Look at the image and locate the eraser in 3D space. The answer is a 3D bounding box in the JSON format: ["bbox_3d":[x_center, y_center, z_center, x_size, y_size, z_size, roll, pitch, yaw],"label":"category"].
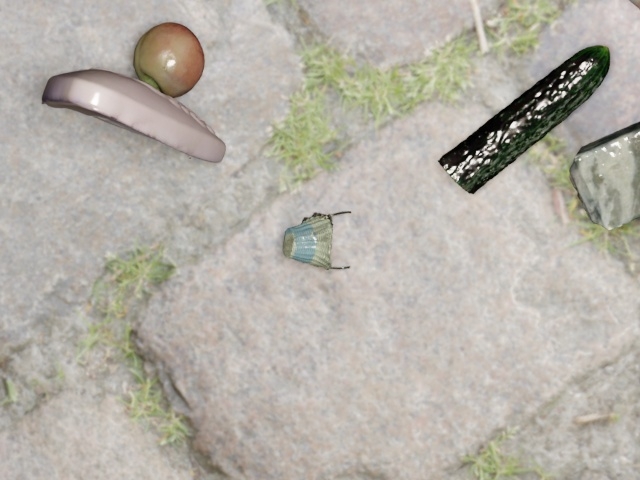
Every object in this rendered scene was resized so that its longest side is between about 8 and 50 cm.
[{"bbox_3d":[-0.212,-0.146,1.939,0.204,0.243,0.059,20,88,8],"label":"eraser"}]

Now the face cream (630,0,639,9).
[{"bbox_3d":[0.387,-0.246,1.848,0.251,0.101,0.101,40,107,3],"label":"face cream"}]

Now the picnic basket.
[{"bbox_3d":[0.000,0.000,2.010,0.083,0.083,0.065,0,95,-25],"label":"picnic basket"}]

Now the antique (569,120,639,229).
[{"bbox_3d":[0.353,-0.084,1.895,0.183,0.086,0.088,-23,94,16],"label":"antique"}]

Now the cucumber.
[{"bbox_3d":[0.222,-0.134,1.932,0.214,0.058,0.052,-40,56,14],"label":"cucumber"}]

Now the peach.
[{"bbox_3d":[-0.164,-0.198,1.998,0.083,0.083,0.083,3,101,13],"label":"peach"}]
